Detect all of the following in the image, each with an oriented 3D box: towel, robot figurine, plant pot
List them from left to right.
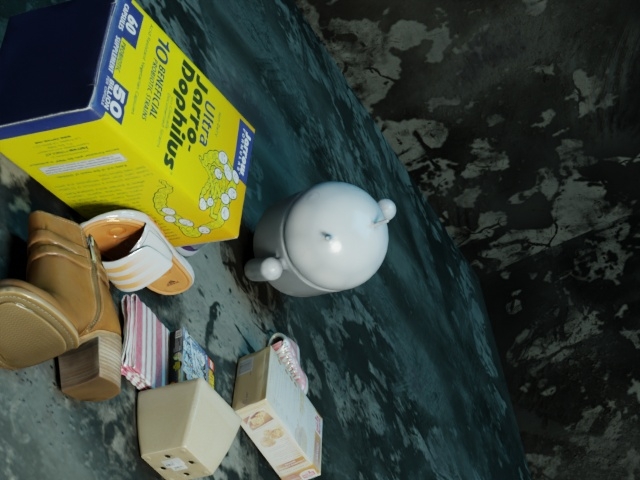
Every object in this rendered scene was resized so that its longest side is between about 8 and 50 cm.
[{"bbox_3d":[-0.229,0.184,1.667,0.197,0.029,0.144,56,19,-39],"label":"towel"},{"bbox_3d":[-0.184,0.264,1.567,0.109,0.109,0.096,53,32,-38],"label":"plant pot"},{"bbox_3d":[0.000,0.000,2.170,0.200,0.300,0.353,62,-22,-5],"label":"robot figurine"}]

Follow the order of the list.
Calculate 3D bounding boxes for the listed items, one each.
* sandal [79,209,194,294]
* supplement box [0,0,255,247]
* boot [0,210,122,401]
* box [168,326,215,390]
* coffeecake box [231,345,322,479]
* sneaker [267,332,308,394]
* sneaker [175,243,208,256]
[{"bbox_3d":[-0.250,0.039,1.667,0.265,0.102,0.076,46,25,-56],"label":"sandal"},{"bbox_3d":[-0.270,-0.153,1.618,0.356,0.195,0.194,45,45,-51],"label":"supplement box"},{"bbox_3d":[-0.324,0.050,1.394,0.283,0.109,0.220,45,27,-56],"label":"boot"},{"bbox_3d":[-0.185,0.205,1.678,0.094,0.027,0.137,56,18,-37],"label":"box"},{"bbox_3d":[-0.069,0.294,1.940,0.185,0.068,0.142,57,18,-27],"label":"coffeecake box"},{"bbox_3d":[-0.064,0.224,2.094,0.070,0.051,0.134,48,20,-43],"label":"sneaker"},{"bbox_3d":[-0.236,-0.072,1.875,0.224,0.098,0.083,53,20,-39],"label":"sneaker"}]
